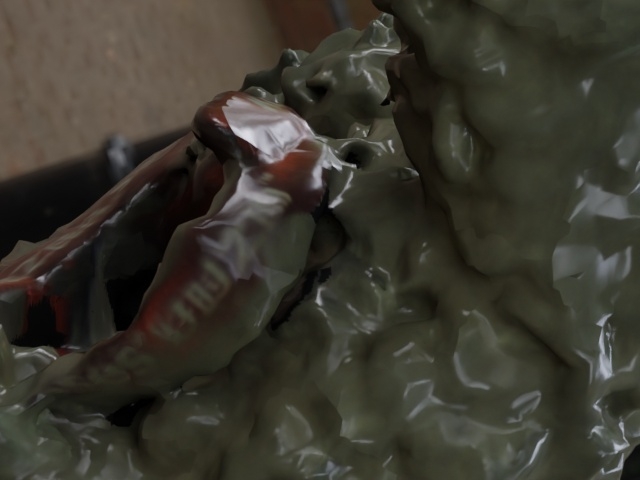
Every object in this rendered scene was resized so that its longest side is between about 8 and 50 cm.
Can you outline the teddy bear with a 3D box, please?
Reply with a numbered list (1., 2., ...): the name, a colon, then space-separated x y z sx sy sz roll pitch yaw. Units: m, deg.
1. teddy bear: 0.000 0.000 0.706 0.224 0.357 0.367 53 13 -13
